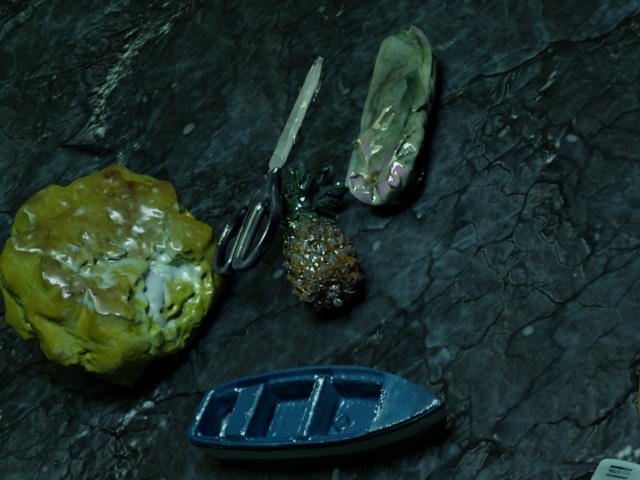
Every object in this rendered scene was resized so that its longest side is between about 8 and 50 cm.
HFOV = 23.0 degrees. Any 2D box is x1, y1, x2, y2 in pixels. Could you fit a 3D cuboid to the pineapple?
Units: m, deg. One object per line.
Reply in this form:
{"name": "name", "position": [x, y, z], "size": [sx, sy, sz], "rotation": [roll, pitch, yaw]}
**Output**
{"name": "pineapple", "position": [-0.001, -0.001, 1.757], "size": [0.103, 0.083, 0.221], "rotation": [-44, 34, 18]}

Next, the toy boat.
{"name": "toy boat", "position": [0.003, 0.181, 1.574], "size": [0.299, 0.062, 0.096], "rotation": [-7, 45, 35]}

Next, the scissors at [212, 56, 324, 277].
{"name": "scissors", "position": [-0.049, -0.090, 1.817], "size": [0.109, 0.022, 0.300], "rotation": [-15, 46, 53]}

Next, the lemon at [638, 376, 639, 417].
{"name": "lemon", "position": [0.375, 0.126, 1.176], "size": [0.260, 0.260, 0.284], "rotation": [-43, 15, -9]}

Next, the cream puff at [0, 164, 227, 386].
{"name": "cream puff", "position": [-0.246, 0.053, 1.844], "size": [0.281, 0.185, 0.282], "rotation": [8, 45, -9]}

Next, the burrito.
{"name": "burrito", "position": [0.093, -0.152, 1.865], "size": [0.096, 0.066, 0.309], "rotation": [-18, 37, 26]}

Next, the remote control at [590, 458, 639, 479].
{"name": "remote control", "position": [0.239, 0.242, 1.350], "size": [0.053, 0.018, 0.124], "rotation": [8, 54, 45]}

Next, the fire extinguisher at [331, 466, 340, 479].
{"name": "fire extinguisher", "position": [0.028, 0.332, 1.362], "size": [0.093, 0.118, 0.294], "rotation": [0, 37, -10]}
